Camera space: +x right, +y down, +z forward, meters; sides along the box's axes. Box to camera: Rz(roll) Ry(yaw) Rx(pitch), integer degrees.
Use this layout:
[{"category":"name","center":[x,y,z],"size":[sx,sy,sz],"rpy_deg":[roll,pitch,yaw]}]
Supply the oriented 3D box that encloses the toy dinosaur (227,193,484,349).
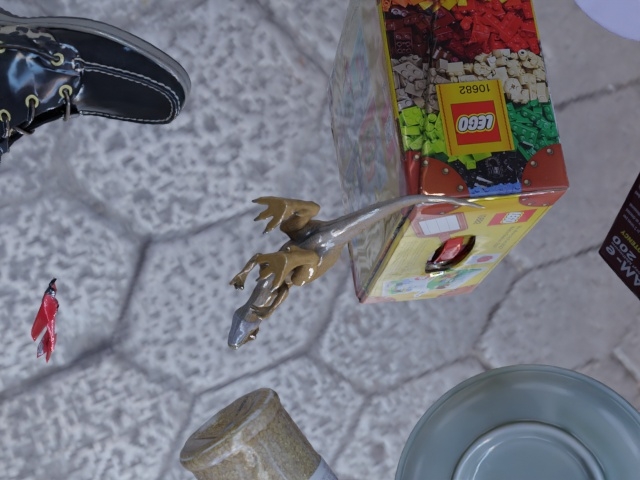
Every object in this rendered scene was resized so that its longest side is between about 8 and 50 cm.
[{"category":"toy dinosaur","center":[0.000,0.000,0.821],"size":[0.211,0.064,0.112],"rpy_deg":[-34,159,17]}]

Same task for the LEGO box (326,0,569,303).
[{"category":"LEGO box","center":[0.148,-0.153,1.579],"size":[0.193,0.372,0.500],"rpy_deg":[-6,165,-8]}]

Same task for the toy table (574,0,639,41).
[{"category":"toy table","center":[0.247,-0.293,0.826],"size":[0.161,0.252,0.274],"rpy_deg":[-38,138,-63]}]

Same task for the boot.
[{"category":"boot","center":[-0.358,-0.131,1.308],"size":[0.377,0.284,0.138],"rpy_deg":[15,145,-8]}]

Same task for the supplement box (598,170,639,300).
[{"category":"supplement box","center":[0.310,-0.065,0.811],"size":[0.130,0.073,0.239],"rpy_deg":[-3,129,-29]}]

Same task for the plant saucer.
[{"category":"plant saucer","center":[0.291,0.364,1.581],"size":[0.400,0.400,0.100],"rpy_deg":[-36,160,3]}]

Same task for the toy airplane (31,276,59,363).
[{"category":"toy airplane","center":[-0.427,0.129,1.785],"size":[0.028,0.151,0.151],"rpy_deg":[11,129,-4]}]

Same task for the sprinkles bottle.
[{"category":"sprinkles bottle","center":[0.005,0.322,1.157],"size":[0.121,0.121,0.355],"rpy_deg":[-35,98,2]}]
